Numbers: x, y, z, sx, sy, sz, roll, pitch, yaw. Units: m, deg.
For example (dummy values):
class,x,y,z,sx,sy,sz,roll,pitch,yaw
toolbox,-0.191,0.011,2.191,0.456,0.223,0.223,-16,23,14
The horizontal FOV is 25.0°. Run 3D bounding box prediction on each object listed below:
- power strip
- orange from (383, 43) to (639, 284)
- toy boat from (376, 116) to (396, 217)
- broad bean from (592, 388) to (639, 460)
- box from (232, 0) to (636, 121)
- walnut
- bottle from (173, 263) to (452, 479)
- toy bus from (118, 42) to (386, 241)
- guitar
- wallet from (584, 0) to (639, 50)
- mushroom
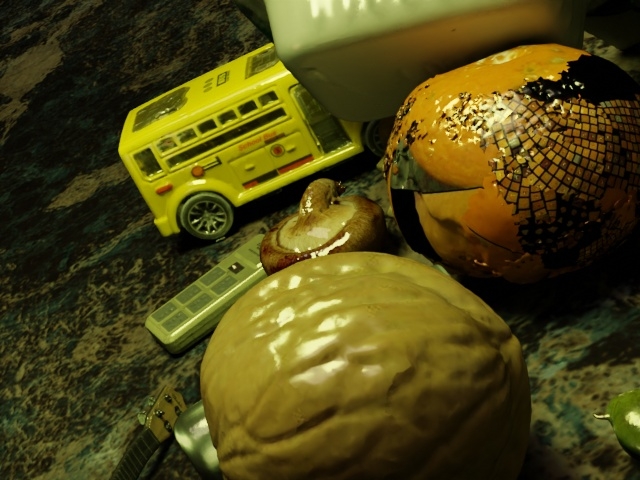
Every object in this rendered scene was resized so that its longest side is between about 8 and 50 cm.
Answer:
class,x,y,z,sx,sy,sz,roll,pitch,yaw
power strip,-0.094,0.047,1.423,0.169,0.028,0.076,-37,26,-13
orange,0.168,-0.065,1.191,0.234,0.182,0.234,-19,6,2
toy boat,0.137,-0.136,1.420,0.115,0.089,0.310,7,43,26
broad bean,0.269,0.139,0.877,0.052,0.052,0.256,-1,9,-36
box,0.094,-0.193,1.272,0.337,0.264,0.106,-10,67,22
walnut,0.033,0.113,0.986,0.228,0.228,0.228,-23,27,13
bottle,0.007,0.112,1.154,0.254,0.079,0.096,-32,38,-5
toy bus,-0.044,-0.133,1.549,0.330,0.152,0.144,-24,26,12
guitar,-0.172,0.207,1.187,0.038,0.083,0.271,-19,22,25
wallet,0.364,-0.279,1.307,0.335,0.275,0.068,-24,59,29
mushroom,0.000,0.000,1.345,0.127,0.087,0.127,-25,23,11
